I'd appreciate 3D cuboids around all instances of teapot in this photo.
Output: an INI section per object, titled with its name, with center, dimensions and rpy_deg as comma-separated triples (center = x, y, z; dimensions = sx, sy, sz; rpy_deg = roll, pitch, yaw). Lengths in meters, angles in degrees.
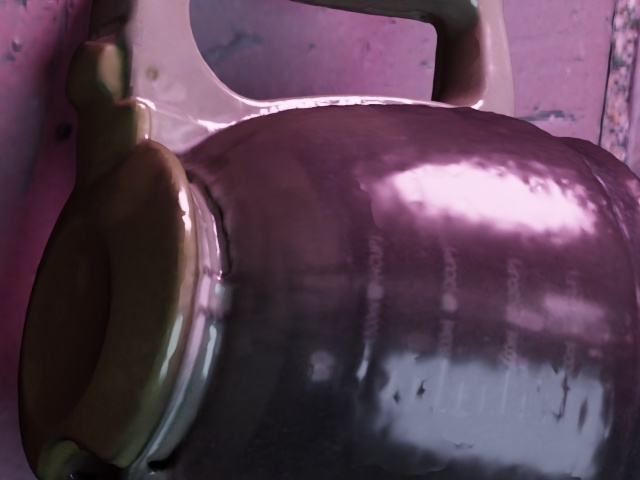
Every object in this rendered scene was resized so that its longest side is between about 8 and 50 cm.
[teapot]
center = 0.009, 0.009, 0.762
dimensions = 0.239, 0.239, 0.321
rpy_deg = 15, 96, -30
